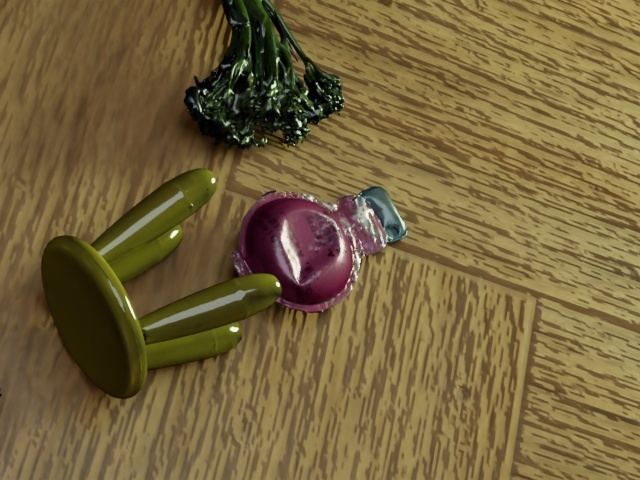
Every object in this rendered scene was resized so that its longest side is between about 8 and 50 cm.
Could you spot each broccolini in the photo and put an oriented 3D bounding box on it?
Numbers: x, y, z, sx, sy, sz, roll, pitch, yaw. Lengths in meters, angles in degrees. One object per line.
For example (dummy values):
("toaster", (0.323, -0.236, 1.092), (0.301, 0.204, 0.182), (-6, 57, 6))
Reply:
("broccolini", (-0.101, -0.172, 1.010), (0.271, 0.062, 0.123), (50, 45, 0))

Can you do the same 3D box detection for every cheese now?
("cheese", (0.000, 0.000, 0.985), (0.145, 0.038, 0.095), (-23, 78, -33))

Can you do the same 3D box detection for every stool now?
("stool", (-0.105, 0.030, 0.891), (0.110, 0.134, 0.135), (-26, 123, -32))
